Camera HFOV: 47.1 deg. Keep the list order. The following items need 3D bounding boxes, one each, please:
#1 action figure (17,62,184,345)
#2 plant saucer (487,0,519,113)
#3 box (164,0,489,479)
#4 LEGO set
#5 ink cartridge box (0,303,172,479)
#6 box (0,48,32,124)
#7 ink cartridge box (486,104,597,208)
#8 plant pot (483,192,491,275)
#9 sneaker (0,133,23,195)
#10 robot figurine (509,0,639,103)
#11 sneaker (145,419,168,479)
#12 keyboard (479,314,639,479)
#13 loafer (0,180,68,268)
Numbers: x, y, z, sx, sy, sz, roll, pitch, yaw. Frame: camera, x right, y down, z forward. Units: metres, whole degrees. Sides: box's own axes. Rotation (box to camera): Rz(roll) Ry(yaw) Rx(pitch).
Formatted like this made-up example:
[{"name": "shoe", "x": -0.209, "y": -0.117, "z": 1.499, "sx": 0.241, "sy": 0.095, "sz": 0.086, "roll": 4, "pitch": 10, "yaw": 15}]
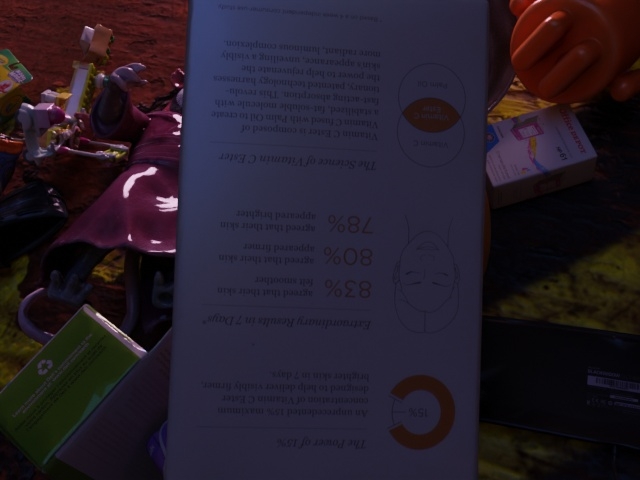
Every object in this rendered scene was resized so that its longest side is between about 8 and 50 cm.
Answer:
[{"name": "action figure", "x": -0.176, "y": -0.060, "z": 0.886, "sx": 0.248, "sy": 0.276, "sz": 0.370, "roll": 23, "pitch": 41, "yaw": -22}, {"name": "plant saucer", "x": 0.090, "y": -0.242, "z": 0.916, "sx": 0.310, "sy": 0.050, "sz": 0.311, "roll": -1, "pitch": 68, "yaw": 4}, {"name": "box", "x": 0.000, "y": 0.000, "z": 0.573, "sx": 0.214, "sy": 0.168, "sz": 0.346, "roll": 3, "pitch": 87, "yaw": -7}, {"name": "LEGO set", "x": -0.305, "y": -0.179, "z": 0.995, "sx": 0.107, "sy": 0.132, "sz": 0.287, "roll": 10, "pitch": 38, "yaw": -1}, {"name": "ink cartridge box", "x": -0.166, "y": 0.126, "z": 0.734, "sx": 0.097, "sy": 0.189, "sz": 0.255, "roll": 29, "pitch": 69, "yaw": 28}, {"name": "box", "x": -0.513, "y": -0.204, "z": 1.091, "sx": 0.179, "sy": 0.043, "sz": 0.105, "roll": -41, "pitch": 60, "yaw": -9}, {"name": "ink cartridge box", "x": 0.244, "y": -0.099, "z": 0.850, "sx": 0.122, "sy": 0.052, "sz": 0.089, "roll": -16, "pitch": 58, "yaw": 2}, {"name": "plant pot", "x": 0.068, "y": -0.012, "z": 0.768, "sx": 0.187, "sy": 0.205, "sz": 0.205, "roll": -1, "pitch": 59, "yaw": -5}, {"name": "sneaker", "x": -0.465, "y": -0.096, "z": 0.962, "sx": 0.221, "sy": 0.083, "sz": 0.087, "roll": 3, "pitch": 81, "yaw": 50}, {"name": "robot figurine", "x": 0.302, "y": -0.237, "z": 0.849, "sx": 0.158, "sy": 0.128, "sz": 0.219, "roll": 18, "pitch": 35, "yaw": 32}, {"name": "sneaker", "x": -0.114, "y": 0.248, "z": 0.638, "sx": 0.161, "sy": 0.102, "sz": 0.282, "roll": 18, "pitch": 41, "yaw": 24}, {"name": "keyboard", "x": 0.278, "y": 0.178, "z": 0.695, "sx": 0.317, "sy": 0.033, "sz": 0.202, "roll": 7, "pitch": 56, "yaw": 17}, {"name": "loafer", "x": -0.424, "y": 0.007, "z": 0.926, "sx": 0.223, "sy": 0.076, "sz": 0.078, "roll": -34, "pitch": 51, "yaw": -12}]
